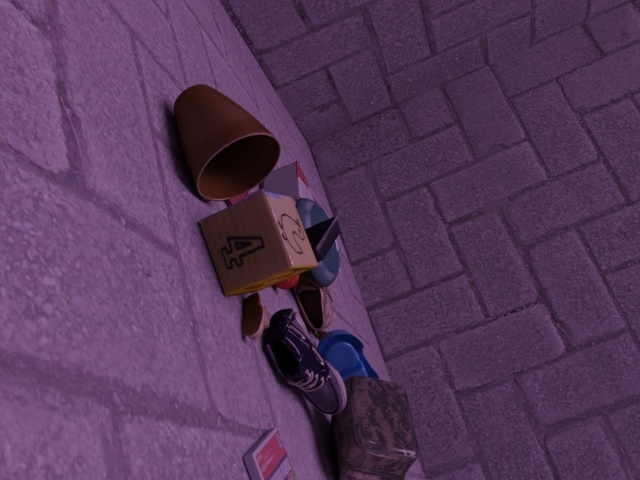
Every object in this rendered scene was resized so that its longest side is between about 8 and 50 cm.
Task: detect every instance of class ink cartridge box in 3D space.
[{"bbox_3d":[-0.074,-0.062,2.424,0.279,0.161,0.384,-98,164,-58],"label":"ink cartridge box"}]

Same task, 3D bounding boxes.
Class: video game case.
[{"bbox_3d":[-0.070,0.544,1.312,0.204,0.025,0.285,9,59,-81],"label":"video game case"}]

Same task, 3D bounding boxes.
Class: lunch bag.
[{"bbox_3d":[0.132,0.578,1.854,0.213,0.255,0.305,17,29,-15],"label":"lunch bag"}]

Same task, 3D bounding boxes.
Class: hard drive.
[{"bbox_3d":[-0.064,0.032,1.759,0.054,0.255,0.172,53,39,-17],"label":"hard drive"}]

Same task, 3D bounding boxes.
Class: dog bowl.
[{"bbox_3d":[0.090,0.432,2.201,0.297,0.166,0.074,64,-2,-22],"label":"dog bowl"}]

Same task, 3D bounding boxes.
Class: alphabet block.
[{"bbox_3d":[-0.149,0.009,1.572,0.197,0.194,0.192,69,19,7],"label":"alphabet block"}]

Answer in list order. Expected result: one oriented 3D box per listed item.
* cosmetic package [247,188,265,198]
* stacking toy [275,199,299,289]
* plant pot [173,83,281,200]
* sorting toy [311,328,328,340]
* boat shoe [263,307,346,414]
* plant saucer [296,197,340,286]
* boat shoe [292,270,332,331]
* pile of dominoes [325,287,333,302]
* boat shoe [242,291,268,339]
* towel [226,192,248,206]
[{"bbox_3d":[-0.186,-0.049,1.959,0.239,0.061,0.098,-91,156,-53],"label":"cosmetic package"},{"bbox_3d":[-0.120,0.017,2.069,0.141,0.141,0.330,58,17,-49],"label":"stacking toy"},{"bbox_3d":[-0.265,-0.272,1.645,0.254,0.237,0.237,55,3,24],"label":"plant pot"},{"bbox_3d":[0.003,0.326,2.302,0.102,0.042,0.061,55,15,-55],"label":"sorting toy"},{"bbox_3d":[-0.045,0.358,1.708,0.340,0.127,0.158,58,17,-13],"label":"boat shoe"},{"bbox_3d":[0.000,0.000,2.198,0.318,0.044,0.317,-17,90,-73],"label":"plant saucer"},{"bbox_3d":[-0.042,0.147,2.217,0.110,0.122,0.340,6,63,-82],"label":"boat shoe"},{"bbox_3d":[-0.021,0.147,2.736,0.195,0.040,0.251,63,1,-28],"label":"pile of dominoes"},{"bbox_3d":[-0.153,0.193,1.579,0.059,0.063,0.170,57,11,-26],"label":"boat shoe"},{"bbox_3d":[-0.278,-0.200,1.947,0.275,0.031,0.198,-85,153,-69],"label":"towel"}]
